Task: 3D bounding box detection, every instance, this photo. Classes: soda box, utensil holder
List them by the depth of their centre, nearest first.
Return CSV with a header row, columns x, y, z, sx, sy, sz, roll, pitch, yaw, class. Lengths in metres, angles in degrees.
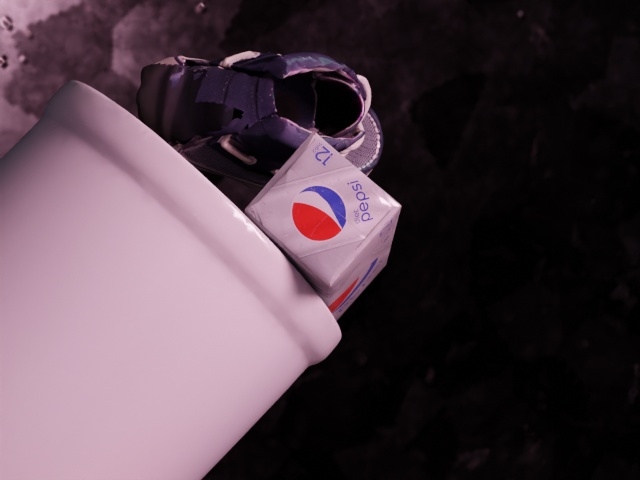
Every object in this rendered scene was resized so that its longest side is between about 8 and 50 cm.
x,y,z,sx,sy,sz,roll,pitch,yaw,class
-0.225,0.114,1.689,0.327,0.385,0.327,41,-8,7,utensil holder
0.000,0.000,1.712,0.098,0.091,0.286,41,-9,6,soda box

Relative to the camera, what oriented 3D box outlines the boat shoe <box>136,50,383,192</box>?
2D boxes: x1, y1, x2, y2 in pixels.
x,y,z,sx,sy,sz,roll,pitch,yaw,class
-0.003,-0.100,1.790,0.158,0.127,0.340,-1,-1,34,boat shoe
